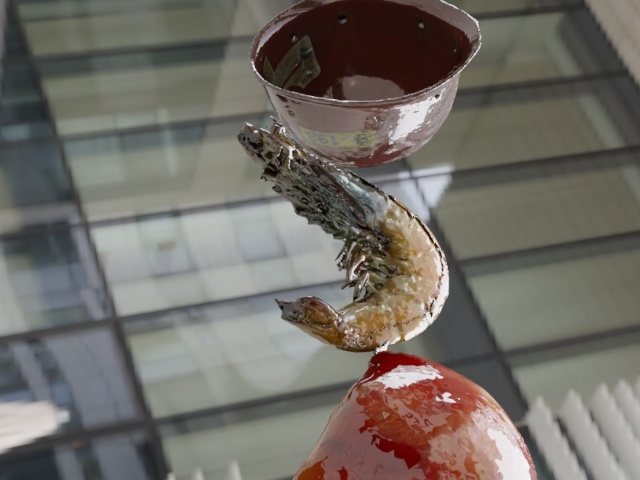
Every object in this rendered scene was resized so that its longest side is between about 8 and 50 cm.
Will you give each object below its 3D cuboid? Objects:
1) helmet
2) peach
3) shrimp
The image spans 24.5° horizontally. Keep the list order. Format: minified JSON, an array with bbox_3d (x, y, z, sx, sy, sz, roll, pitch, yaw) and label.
[{"bbox_3d":[0.042,-0.112,1.114,0.155,0.175,0.106,-76,158,-47],"label":"helmet"},{"bbox_3d":[0.074,0.239,1.474,0.338,0.281,0.281,-135,-139,-66],"label":"peach"},{"bbox_3d":[0.000,0.000,1.541,0.290,0.222,0.054,43,-40,2],"label":"shrimp"}]
